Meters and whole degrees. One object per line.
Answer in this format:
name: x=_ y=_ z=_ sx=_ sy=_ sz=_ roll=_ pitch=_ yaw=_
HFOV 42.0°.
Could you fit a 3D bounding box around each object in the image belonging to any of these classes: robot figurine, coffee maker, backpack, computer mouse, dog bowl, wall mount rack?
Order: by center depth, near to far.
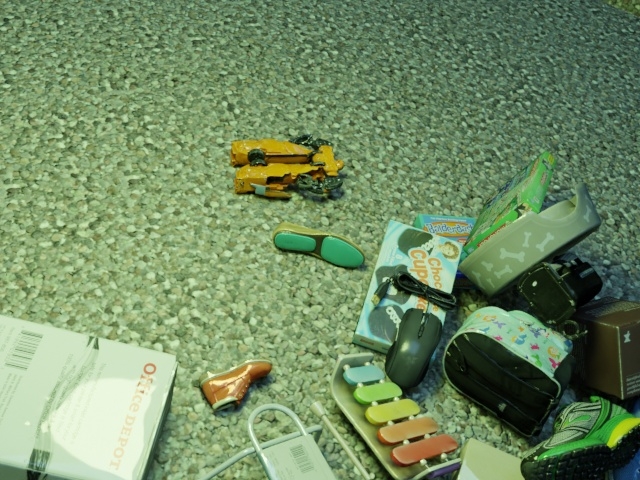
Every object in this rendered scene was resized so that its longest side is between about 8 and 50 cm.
wall mount rack: x=-0.085 y=0.487 z=1.527 sx=0.304 sy=0.130 sz=0.350 roll=-12 pitch=53 yaw=-30
backpack: x=0.400 y=0.264 z=1.789 sx=0.254 sy=0.225 sz=0.191 roll=28 pitch=45 yaw=15
coffee maker: x=0.530 y=0.120 z=1.808 sx=0.178 sy=0.120 sz=0.171 roll=-13 pitch=84 yaw=-51
computer mouse: x=0.186 y=0.180 z=1.827 sx=0.184 sy=0.060 sz=0.262 roll=29 pitch=60 yaw=6
dog bowl: x=0.489 y=0.009 z=1.918 sx=0.349 sy=0.349 sz=0.102 roll=-25 pitch=76 yaw=-32
robot figurine: x=-0.082 y=-0.190 z=2.160 sx=0.291 sy=0.085 sz=0.211 roll=1 pitch=49 yaw=-14

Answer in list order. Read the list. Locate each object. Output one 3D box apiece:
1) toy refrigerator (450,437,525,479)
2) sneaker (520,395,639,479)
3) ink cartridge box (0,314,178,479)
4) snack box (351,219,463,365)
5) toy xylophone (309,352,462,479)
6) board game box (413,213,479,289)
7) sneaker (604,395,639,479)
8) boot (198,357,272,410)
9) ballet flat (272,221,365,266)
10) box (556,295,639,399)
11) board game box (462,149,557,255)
toy refrigerator: x=0.398 y=0.507 z=1.661 sx=0.270 sy=0.094 sz=0.102 roll=22 pitch=54 yaw=6
sneaker: x=0.501 y=0.407 z=1.655 sx=0.344 sy=0.134 sz=0.146 roll=-9 pitch=30 yaw=-41
ink cartridge box: x=-0.489 y=0.322 z=1.526 sx=0.395 sy=0.166 sz=0.285 roll=14 pitch=47 yaw=-2
snack box: x=0.206 y=0.119 z=1.938 sx=0.187 sy=0.060 sz=0.321 roll=18 pitch=58 yaw=1
toy xylophone: x=0.123 y=0.366 z=1.663 sx=0.323 sy=0.081 sz=0.236 roll=44 pitch=27 yaw=24
board game box: x=0.333 y=0.028 z=2.104 sx=0.160 sy=0.047 sz=0.210 roll=3 pitch=48 yaw=-13
sneaker: x=0.695 y=0.438 z=1.767 sx=0.130 sy=0.147 sz=0.330 roll=19 pitch=47 yaw=2
boot: x=-0.164 y=0.298 z=1.720 sx=0.158 sy=0.059 sz=0.084 roll=-18 pitch=59 yaw=-18
ballet flat: x=0.000 y=0.000 z=2.020 sx=0.232 sy=0.080 sz=0.073 roll=16 pitch=32 yaw=-3
box: x=0.660 y=0.234 z=1.866 sx=0.169 sy=0.167 sz=0.203 roll=-10 pitch=10 yaw=-22
board game box: x=0.480 y=-0.092 z=2.096 sx=0.046 sy=0.213 sz=0.317 roll=46 pitch=35 yaw=-5
